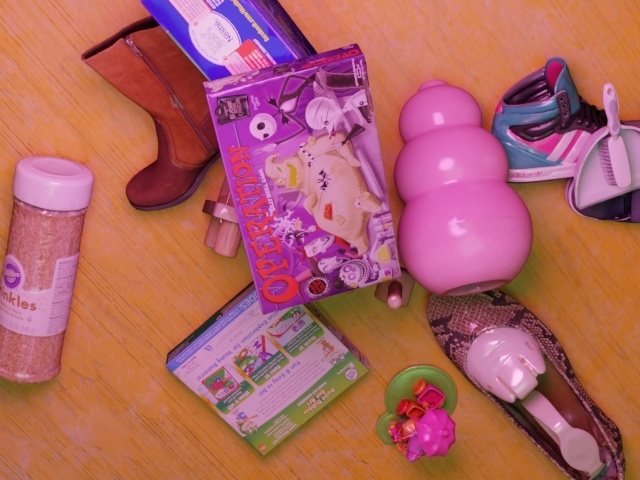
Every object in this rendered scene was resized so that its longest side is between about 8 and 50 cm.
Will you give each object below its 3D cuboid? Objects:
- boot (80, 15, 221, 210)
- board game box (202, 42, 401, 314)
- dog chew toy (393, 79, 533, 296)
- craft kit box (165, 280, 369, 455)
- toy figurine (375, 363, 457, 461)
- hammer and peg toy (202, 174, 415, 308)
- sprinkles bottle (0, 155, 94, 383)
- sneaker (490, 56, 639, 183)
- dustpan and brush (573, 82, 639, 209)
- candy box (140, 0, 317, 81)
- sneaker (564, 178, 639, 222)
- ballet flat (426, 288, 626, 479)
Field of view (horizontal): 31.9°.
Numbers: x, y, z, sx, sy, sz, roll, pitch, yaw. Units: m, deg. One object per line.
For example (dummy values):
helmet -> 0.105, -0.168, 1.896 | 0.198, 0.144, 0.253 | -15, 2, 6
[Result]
boot -> -0.251, -0.179, 1.657 | 0.264, 0.096, 0.280 | -23, 138, 23
board game box -> -0.017, -0.073, 1.490 | 0.208, 0.056, 0.346 | -14, 123, -2
dog chew toy -> 0.204, -0.086, 1.720 | 0.207, 0.206, 0.331 | -11, 77, 0
craft kit box -> -0.089, 0.206, 1.907 | 0.250, 0.061, 0.246 | -40, 106, 10
toy figurine -> 0.168, 0.320, 1.912 | 0.130, 0.159, 0.173 | 36, 105, -16
hammer and peg toy -> 0.000, 0.000, 1.727 | 0.361, 0.266, 0.127 | 18, 90, -9
sprinkles bottle -> -0.447, 0.049, 1.784 | 0.121, 0.121, 0.355 | 11, 110, -8
sneaker -> 0.405, -0.201, 1.760 | 0.296, 0.124, 0.178 | -9, 120, 0
dustpan and brush -> 0.443, -0.148, 1.690 | 0.147, 0.060, 0.211 | -20, 116, -1
candy box -> -0.114, -0.297, 1.575 | 0.122, 0.317, 0.268 | -37, 109, 11
sneaker -> 0.565, -0.086, 1.810 | 0.321, 0.127, 0.126 | -8, 112, 0
ballet flat -> 0.369, 0.259, 1.892 | 0.164, 0.182, 0.483 | -39, 108, 11
